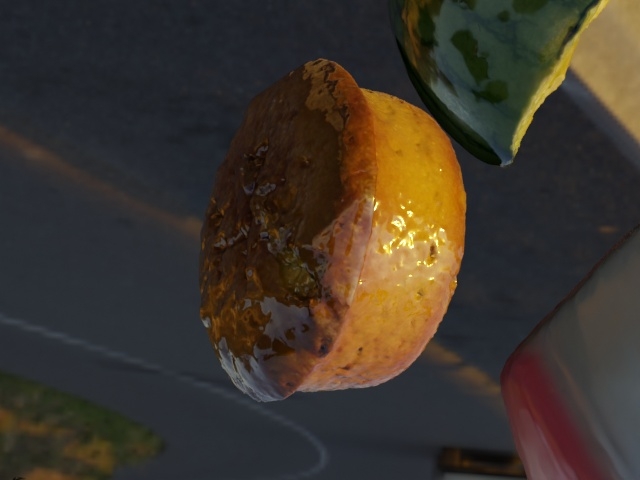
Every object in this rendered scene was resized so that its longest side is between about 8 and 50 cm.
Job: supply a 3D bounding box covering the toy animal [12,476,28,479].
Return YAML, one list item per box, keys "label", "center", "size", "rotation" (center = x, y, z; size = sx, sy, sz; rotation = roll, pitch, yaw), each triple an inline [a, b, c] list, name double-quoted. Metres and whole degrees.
- label: "toy animal"
  center: [-0.269, 0.255, 1.054]
  size: [0.168, 0.106, 0.343]
  rotation: [-36, -165, -22]

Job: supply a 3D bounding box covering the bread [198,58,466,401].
- label: "bread"
  center: [0.003, -0.002, 1.294]
  size: [0.172, 0.312, 0.312]
  rotation: [11, 167, -25]

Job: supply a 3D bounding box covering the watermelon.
- label: "watermelon"
  center: [0.152, -0.232, 1.039]
  size: [0.189, 0.330, 0.331]
  rotation: [27, 169, 3]

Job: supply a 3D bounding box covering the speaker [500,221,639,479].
- label: "speaker"
  center: [0.188, 0.012, 0.373]
  size: [0.294, 0.294, 0.294]
  rotation: [4, 169, 1]
